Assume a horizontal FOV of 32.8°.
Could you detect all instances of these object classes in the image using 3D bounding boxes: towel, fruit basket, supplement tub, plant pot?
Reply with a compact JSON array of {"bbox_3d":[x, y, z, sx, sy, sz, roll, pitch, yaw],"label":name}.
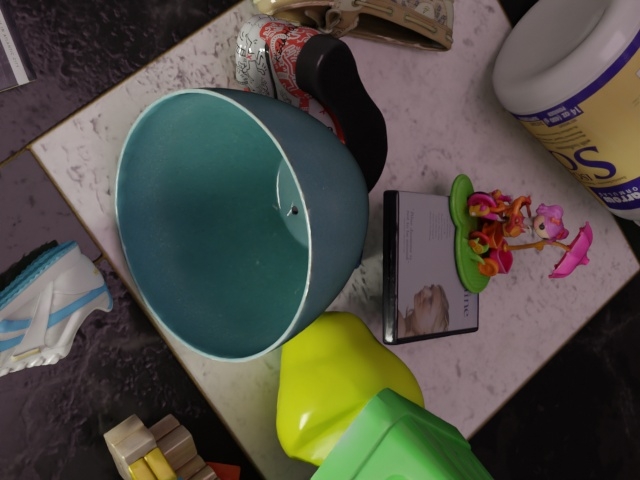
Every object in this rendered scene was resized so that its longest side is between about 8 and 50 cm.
[{"bbox_3d":[0.000,0.000,1.349,0.119,0.029,0.067,6,89,-28],"label":"towel"},{"bbox_3d":[0.045,0.265,1.246,0.392,0.392,0.283,37,88,-23],"label":"fruit basket"},{"bbox_3d":[0.417,-0.177,1.451,0.331,0.241,0.241,40,73,-22],"label":"supplement tub"},{"bbox_3d":[-0.058,-0.032,1.200,0.195,0.290,0.290,-17,99,-48],"label":"plant pot"}]

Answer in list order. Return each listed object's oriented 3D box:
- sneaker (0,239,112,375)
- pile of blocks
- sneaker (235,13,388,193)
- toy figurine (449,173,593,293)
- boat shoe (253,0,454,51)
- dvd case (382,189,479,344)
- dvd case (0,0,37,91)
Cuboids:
[{"bbox_3d":[-0.321,0.104,1.148,0.229,0.087,0.092,-43,111,-19],"label":"sneaker"},{"bbox_3d":[-0.102,0.339,1.231,0.112,0.149,0.362,-35,105,-23],"label":"pile of blocks"},{"bbox_3d":[-0.012,-0.162,1.307,0.090,0.145,0.270,-52,148,-18],"label":"sneaker"},{"bbox_3d":[0.264,-0.012,1.384,0.130,0.159,0.173,-58,137,-42],"label":"toy figurine"},{"bbox_3d":[0.051,-0.279,1.331,0.285,0.104,0.089,-6,90,-29],"label":"boat shoe"},{"bbox_3d":[0.143,0.033,1.359,0.253,0.022,0.180,1,89,-60],"label":"dvd case"},{"bbox_3d":[-0.428,-0.210,1.125,0.221,0.018,0.164,-25,101,-25],"label":"dvd case"}]
